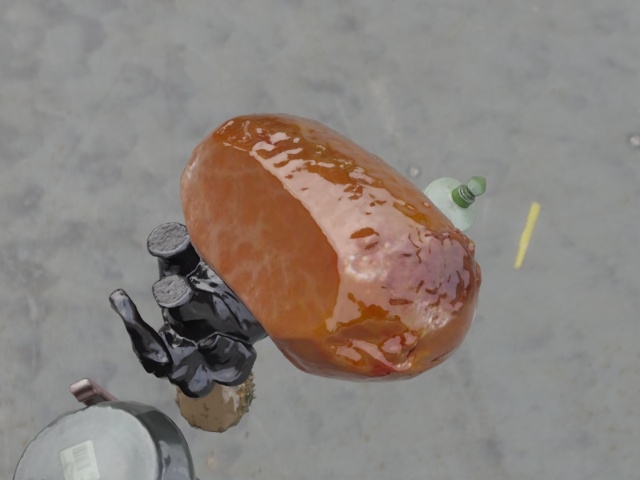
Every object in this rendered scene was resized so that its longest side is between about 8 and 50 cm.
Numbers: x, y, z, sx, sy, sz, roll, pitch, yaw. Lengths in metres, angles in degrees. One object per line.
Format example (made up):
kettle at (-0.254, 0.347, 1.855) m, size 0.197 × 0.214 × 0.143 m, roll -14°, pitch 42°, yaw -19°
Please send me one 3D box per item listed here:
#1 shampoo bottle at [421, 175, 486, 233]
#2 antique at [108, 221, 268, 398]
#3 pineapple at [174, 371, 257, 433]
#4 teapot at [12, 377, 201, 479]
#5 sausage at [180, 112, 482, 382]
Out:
shampoo bottle at (0.149, -0.021, 1.593) m, size 0.087 × 0.234 × 0.118 m, roll 49°, pitch 41°, yaw -1°
antique at (-0.167, 0.091, 1.760) m, size 0.322 × 0.255 × 0.185 m, roll -38°, pitch 51°, yaw -26°
pineapple at (-0.174, 0.226, 2.064) m, size 0.141 × 0.170 × 0.310 m, roll 30°, pitch 22°, yaw -7°
teapot at (-0.327, 0.418, 1.829) m, size 0.305 × 0.362 × 0.376 m, roll -23°, pitch 57°, yaw 1°
sausage at (0.001, 0.000, 0.835) m, size 0.141 × 0.153 × 0.268 m, roll 7°, pitch 26°, yaw -46°
